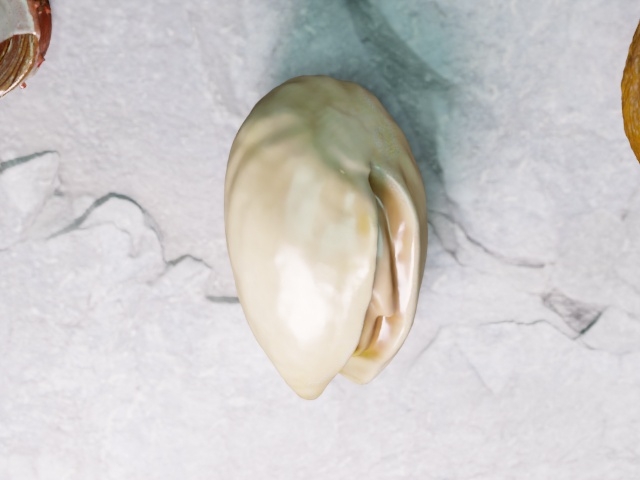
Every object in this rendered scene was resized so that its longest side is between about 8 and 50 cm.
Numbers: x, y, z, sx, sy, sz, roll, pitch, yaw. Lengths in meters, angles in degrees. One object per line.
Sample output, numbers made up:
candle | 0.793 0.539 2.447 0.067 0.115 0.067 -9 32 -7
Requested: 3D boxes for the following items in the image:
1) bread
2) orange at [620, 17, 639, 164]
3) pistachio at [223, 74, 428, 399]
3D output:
bread | -0.337 -0.210 1.889 0.161 0.073 0.160 2 103 9
orange | 0.450 -0.127 1.702 0.357 0.322 0.322 14 106 -3
pistachio | 0.000 0.000 1.855 0.193 0.214 0.318 -14 117 -34
